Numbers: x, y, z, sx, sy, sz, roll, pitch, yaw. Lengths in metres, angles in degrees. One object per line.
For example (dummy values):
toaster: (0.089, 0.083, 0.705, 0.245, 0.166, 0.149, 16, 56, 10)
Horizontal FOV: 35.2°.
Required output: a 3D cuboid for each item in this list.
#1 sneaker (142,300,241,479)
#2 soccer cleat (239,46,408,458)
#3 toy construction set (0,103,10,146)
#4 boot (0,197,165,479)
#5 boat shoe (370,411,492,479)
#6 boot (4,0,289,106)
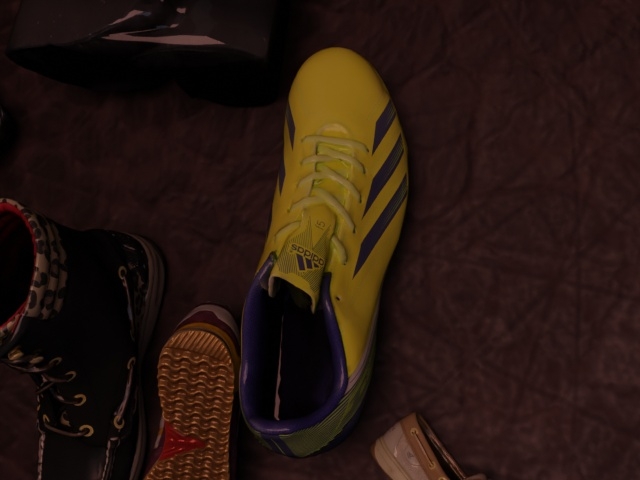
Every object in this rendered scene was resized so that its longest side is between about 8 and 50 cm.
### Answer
sneaker: (-0.084, 0.134, 0.715, 0.070, 0.084, 0.185, 14, 109, 3)
soccer cleat: (0.001, 0.001, 0.679, 0.094, 0.121, 0.289, 3, 80, 18)
toy construction set: (-0.382, -0.070, 0.808, 0.215, 0.151, 0.327, 17, 96, 20)
boot: (-0.187, 0.094, 0.688, 0.085, 0.178, 0.236, 6, 80, 18)
boat shoe: (0.091, 0.168, 0.657, 0.135, 0.050, 0.045, 44, 99, 20)
boot: (-0.176, -0.338, 0.801, 0.367, 0.146, 0.445, 5, 85, 20)
